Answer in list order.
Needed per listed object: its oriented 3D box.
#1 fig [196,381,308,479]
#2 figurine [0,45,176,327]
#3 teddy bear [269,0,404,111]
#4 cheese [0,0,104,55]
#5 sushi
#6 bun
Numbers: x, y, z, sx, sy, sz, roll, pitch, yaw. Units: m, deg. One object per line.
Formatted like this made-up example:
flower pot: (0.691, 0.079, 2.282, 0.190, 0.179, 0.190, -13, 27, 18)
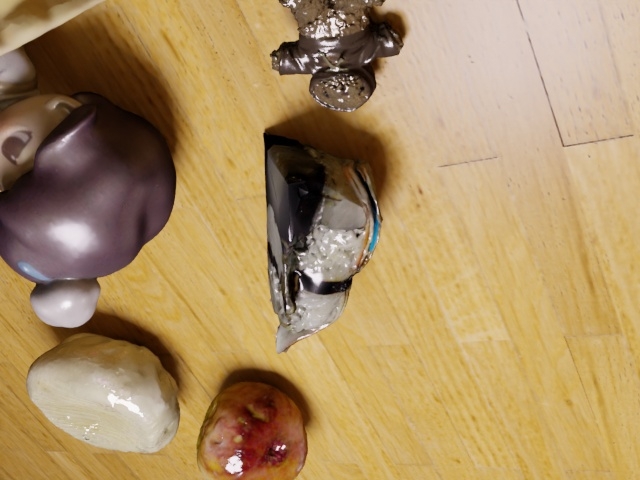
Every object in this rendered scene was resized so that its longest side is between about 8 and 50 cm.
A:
fig: (-0.122, 0.284, 1.207, 0.159, 0.159, 0.257, 43, 154, -17)
figurine: (-0.307, -0.112, 0.846, 0.218, 0.206, 0.365, -35, 109, 29)
teddy bear: (0.012, -0.184, 0.725, 0.120, 0.077, 0.160, -7, 149, 3)
cheese: (-0.223, -0.241, 0.576, 0.384, 0.383, 0.104, 8, 139, 19)
sushi: (0.004, 0.018, 0.895, 0.109, 0.134, 0.272, -6, 125, -10)
bun: (-0.303, 0.214, 1.208, 0.231, 0.133, 0.231, 12, 142, 10)
